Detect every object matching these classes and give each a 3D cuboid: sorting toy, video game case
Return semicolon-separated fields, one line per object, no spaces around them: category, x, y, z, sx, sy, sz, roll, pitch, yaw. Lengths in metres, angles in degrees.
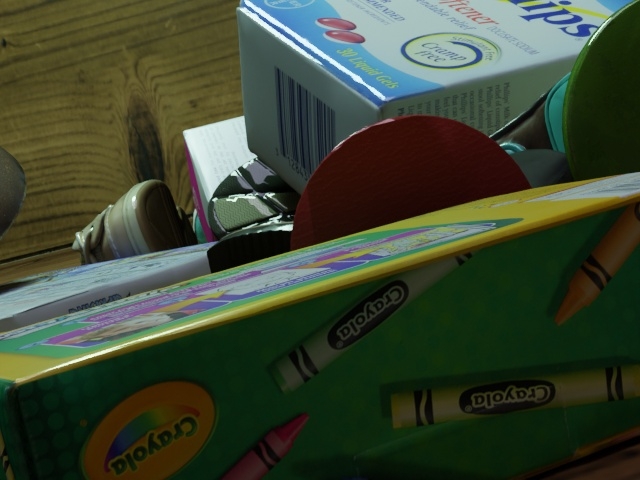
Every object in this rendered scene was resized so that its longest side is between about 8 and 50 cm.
sorting toy;0.136;-0.047;0.827;0.365;0.127;0.126;-25;8;-16
video game case;-0.210;0.066;1.176;0.269;0.061;0.244;-10;7;44

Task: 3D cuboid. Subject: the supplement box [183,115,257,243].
supplement box;-0.011;-0.060;1.611;0.220;0.111;0.114;-15;48;-11

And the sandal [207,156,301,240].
sandal;0.051;-0.030;1.480;0.303;0.086;0.120;-10;48;-11

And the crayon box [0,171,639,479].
crayon box;0.006;0.046;0.590;0.278;0.081;0.165;-16;4;-25

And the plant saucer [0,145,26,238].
plant saucer;-0.383;-0.019;1.277;0.310;0.050;0.310;-12;30;7

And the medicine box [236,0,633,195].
medicine box;0.116;-0.121;1.368;0.289;0.149;0.263;-16;31;-22

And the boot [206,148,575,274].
boot;0.049;-0.003;0.947;0.198;0.077;0.137;2;29;25

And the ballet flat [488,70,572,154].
ballet flat;0.157;-0.047;1.023;0.280;0.095;0.096;-28;-23;37

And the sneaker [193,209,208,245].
sneaker;0.000;-0.042;1.727;0.275;0.107;0.110;-14;13;0

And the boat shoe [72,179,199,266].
boat shoe;-0.160;0.016;1.441;0.098;0.109;0.302;-19;-2;-1
